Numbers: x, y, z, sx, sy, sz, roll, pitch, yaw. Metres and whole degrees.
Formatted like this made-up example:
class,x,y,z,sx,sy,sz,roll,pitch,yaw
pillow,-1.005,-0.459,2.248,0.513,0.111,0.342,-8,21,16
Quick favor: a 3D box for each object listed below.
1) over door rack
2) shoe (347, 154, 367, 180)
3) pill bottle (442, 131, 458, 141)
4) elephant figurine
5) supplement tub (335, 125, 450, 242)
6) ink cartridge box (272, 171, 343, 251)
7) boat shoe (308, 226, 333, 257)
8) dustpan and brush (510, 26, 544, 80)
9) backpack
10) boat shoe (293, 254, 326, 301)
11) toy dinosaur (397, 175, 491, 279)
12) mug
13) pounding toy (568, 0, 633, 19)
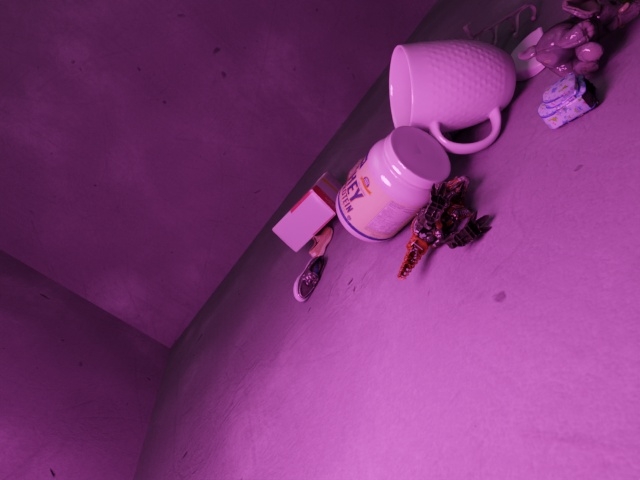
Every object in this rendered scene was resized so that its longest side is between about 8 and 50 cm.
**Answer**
class,x,y,z,sx,sy,sz,roll,pitch,yaw
over door rack,0.627,-0.781,1.594,0.324,0.108,0.239,-24,11,-15
shoe,0.193,-0.345,2.039,0.058,0.077,0.219,-40,18,50
pill bottle,0.443,-0.410,1.453,0.180,0.108,0.108,-52,17,-1
elephant figurine,0.671,-0.536,1.034,0.239,0.186,0.169,-55,3,-8
supplement tub,0.212,-0.162,1.253,0.325,0.236,0.235,-51,12,51
ink cartridge box,-0.034,-0.150,1.982,0.279,0.160,0.384,-44,7,25
boat shoe,0.000,0.000,1.853,0.068,0.072,0.190,-36,23,45
dustpan and brush,0.631,-0.555,1.327,0.211,0.060,0.147,-26,53,46
backpack,0.577,-0.332,0.979,0.114,0.084,0.105,-38,19,47
boat shoe,-0.034,0.145,1.658,0.076,0.080,0.228,-37,15,45
toy dinosaur,0.308,-0.035,1.067,0.218,0.165,0.321,137,149,-78
mug,0.412,-0.430,1.259,0.276,0.328,0.373,87,176,-69
pounding toy,0.729,-0.640,1.156,0.237,0.110,0.183,-45,18,22
